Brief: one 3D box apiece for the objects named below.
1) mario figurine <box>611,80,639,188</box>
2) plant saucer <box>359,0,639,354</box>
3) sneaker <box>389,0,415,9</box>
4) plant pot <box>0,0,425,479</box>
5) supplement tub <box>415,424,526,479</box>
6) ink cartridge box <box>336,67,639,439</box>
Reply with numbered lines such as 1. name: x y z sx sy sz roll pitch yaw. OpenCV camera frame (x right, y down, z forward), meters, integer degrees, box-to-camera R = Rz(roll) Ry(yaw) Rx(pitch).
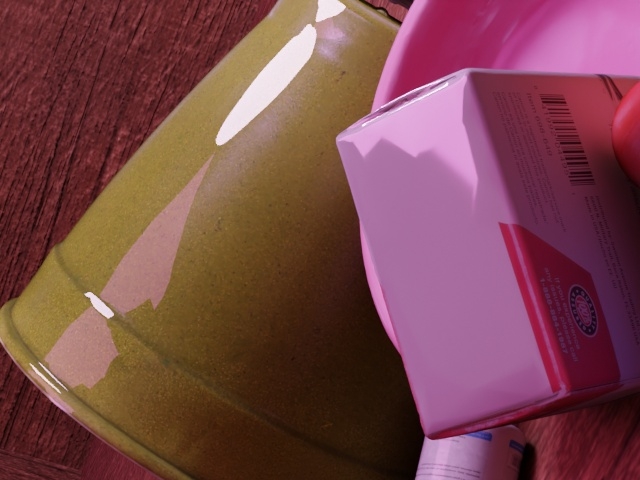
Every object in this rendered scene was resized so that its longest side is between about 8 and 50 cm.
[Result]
1. mario figurine: 0.244 0.022 0.849 0.198 0.170 0.320 -24 50 25
2. plant saucer: 0.149 -0.058 1.197 0.332 0.084 0.332 -27 57 50
3. sneaker: 0.148 -0.222 1.496 0.366 0.210 0.137 22 96 44
4. plant pot: 0.000 0.000 1.471 0.353 0.366 0.366 -59 14 8
5. supplement tub: 0.098 0.176 1.322 0.071 0.071 0.107 142 145 -70
6. ink cartridge box: 0.124 0.003 0.955 0.092 0.218 0.158 -24 77 38
